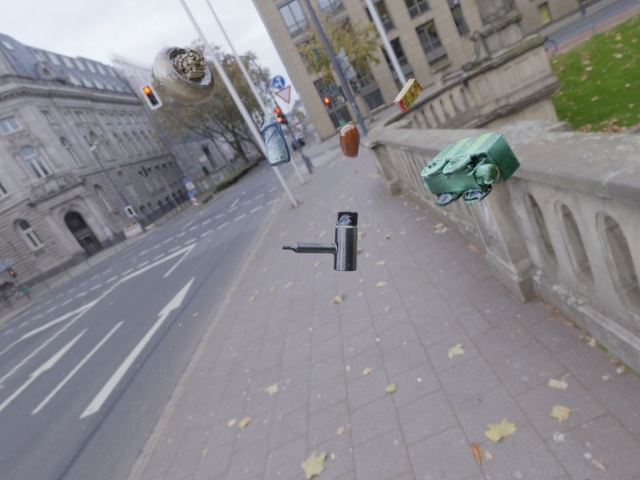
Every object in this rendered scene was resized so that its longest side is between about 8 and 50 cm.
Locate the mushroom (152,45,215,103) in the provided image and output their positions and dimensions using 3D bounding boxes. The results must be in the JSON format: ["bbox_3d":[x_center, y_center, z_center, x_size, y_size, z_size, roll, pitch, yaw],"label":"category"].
[{"bbox_3d":[-0.483,-0.604,1.503,0.178,0.226,0.226,-46,-1,43],"label":"mushroom"}]

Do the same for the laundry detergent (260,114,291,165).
[{"bbox_3d":[-0.190,-0.416,1.728,0.097,0.206,0.061,-13,4,15],"label":"laundry detergent"}]

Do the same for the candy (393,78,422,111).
[{"bbox_3d":[0.359,-0.593,1.705,0.122,0.062,0.038,-55,35,-4],"label":"candy"}]

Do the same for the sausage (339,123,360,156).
[{"bbox_3d":[0.125,-0.422,1.788,0.089,0.179,0.089,-4,54,6],"label":"sausage"}]

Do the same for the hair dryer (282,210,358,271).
[{"bbox_3d":[0.000,0.000,1.361,0.249,0.195,0.078,1,2,-10],"label":"hair dryer"}]

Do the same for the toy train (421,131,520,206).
[{"bbox_3d":[0.470,-0.233,1.348,0.238,0.167,0.299,-45,19,-15],"label":"toy train"}]
